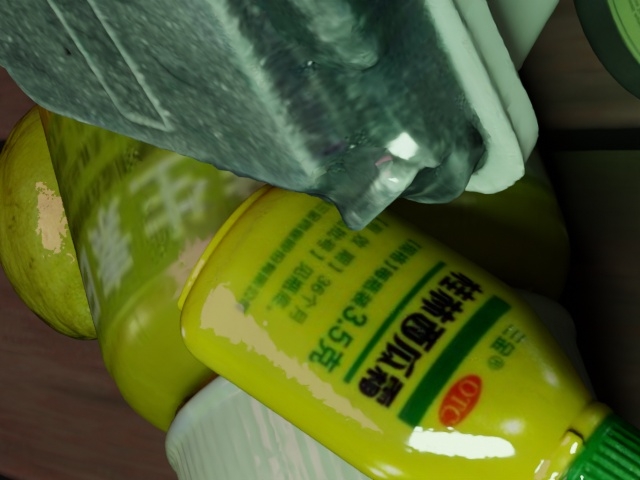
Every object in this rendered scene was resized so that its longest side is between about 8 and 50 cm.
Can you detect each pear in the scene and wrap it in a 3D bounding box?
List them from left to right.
[{"bbox_3d":[-0.119,-0.015,1.146,0.149,0.149,0.162,-30,60,52],"label":"pear"}]

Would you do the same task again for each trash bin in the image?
[{"bbox_3d":[0.000,-0.221,0.743,0.296,0.256,0.367,18,62,39],"label":"trash bin"}]

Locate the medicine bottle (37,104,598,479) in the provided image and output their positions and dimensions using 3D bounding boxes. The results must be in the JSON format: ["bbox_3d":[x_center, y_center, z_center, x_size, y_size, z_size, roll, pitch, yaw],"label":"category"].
[{"bbox_3d":[0.000,0.000,0.907,0.224,0.224,0.384,-46,55,46],"label":"medicine bottle"}]

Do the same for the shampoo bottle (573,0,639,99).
[{"bbox_3d":[0.215,-0.128,0.700,0.284,0.101,0.101,-20,73,54],"label":"shampoo bottle"}]

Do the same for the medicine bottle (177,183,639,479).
[{"bbox_3d":[0.070,0.069,0.721,0.260,0.095,0.064,34,152,15],"label":"medicine bottle"}]
